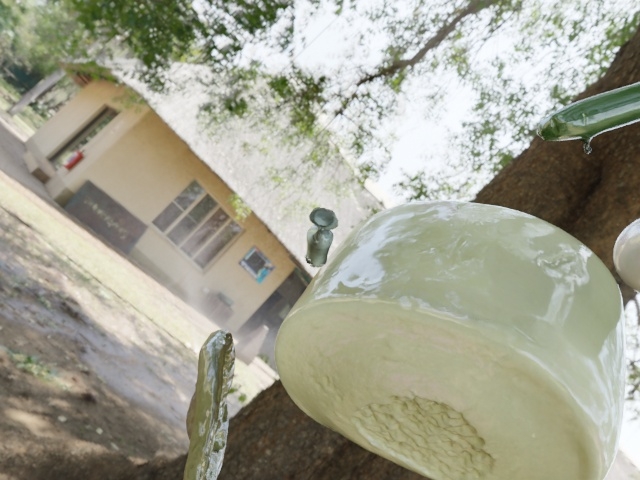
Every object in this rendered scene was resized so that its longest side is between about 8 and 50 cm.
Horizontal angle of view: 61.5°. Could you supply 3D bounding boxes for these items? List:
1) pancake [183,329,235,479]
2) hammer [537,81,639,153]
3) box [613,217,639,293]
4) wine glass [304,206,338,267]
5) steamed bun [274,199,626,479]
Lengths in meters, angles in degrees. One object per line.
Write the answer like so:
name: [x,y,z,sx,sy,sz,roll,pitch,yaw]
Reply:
pancake: [-0.147,0.234,0.671,0.050,0.242,0.242,6,-11,-3]
hammer: [0.453,-0.187,0.711,0.206,0.335,0.119,72,1,-77]
box: [0.644,0.006,0.780,0.288,0.141,0.349,8,-20,-36]
wine glass: [0.000,0.000,0.695,0.042,0.039,0.083,34,-41,22]
steamed bun: [0.190,0.109,0.776,0.456,0.371,0.290,11,-51,22]
